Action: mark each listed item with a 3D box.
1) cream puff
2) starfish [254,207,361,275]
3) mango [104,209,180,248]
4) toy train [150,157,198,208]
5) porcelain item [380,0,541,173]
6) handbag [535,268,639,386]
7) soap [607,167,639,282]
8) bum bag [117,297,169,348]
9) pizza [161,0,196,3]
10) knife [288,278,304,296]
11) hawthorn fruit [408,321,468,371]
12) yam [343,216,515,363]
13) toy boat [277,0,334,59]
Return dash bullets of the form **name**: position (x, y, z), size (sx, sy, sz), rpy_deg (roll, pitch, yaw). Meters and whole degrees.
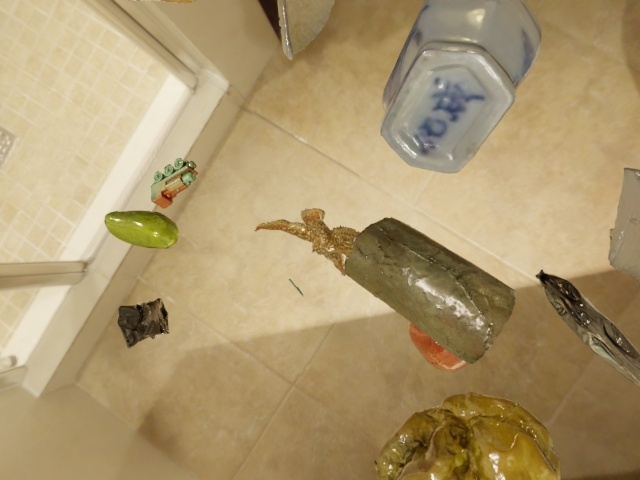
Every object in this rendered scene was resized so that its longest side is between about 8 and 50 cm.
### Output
- **cream puff**: position (0.254, 0.435, 0.853), size (0.258, 0.324, 0.290), rpy_deg (7, 105, -14)
- **starfish**: position (0.023, 0.013, 1.171), size (0.294, 0.302, 0.084), rpy_deg (24, 65, -32)
- **mango**: position (-0.392, -0.031, 1.027), size (0.165, 0.091, 0.074), rpy_deg (17, 48, -1)
- **toy train**: position (-0.489, -0.196, 1.558), size (0.176, 0.074, 0.118), rpy_deg (-25, 61, 16)
- **porcelain item**: position (0.214, -0.278, 0.729), size (0.179, 0.405, 0.242), rpy_deg (29, 133, 1)
- **handbag**: position (0.615, 0.198, 1.033), size (0.332, 0.191, 0.075), rpy_deg (38, 110, -17)
- **soap**: position (0.470, 0.008, 0.566), size (0.258, 0.302, 0.158), rpy_deg (24, 111, 36)
- **bum bag**: position (-0.509, 0.236, 1.353), size (0.060, 0.248, 0.123), rpy_deg (-11, 88, 2)
- **pizza**: position (-0.421, -0.601, 0.970), size (0.393, 0.080, 0.434), rpy_deg (-5, 47, -4)
- **knife**: position (-0.071, 0.139, 1.369), size (0.005, 0.014, 0.091), rpy_deg (-59, 42, 13)
- **hawthorn fruit**: position (0.354, 0.255, 1.377), size (0.211, 0.211, 0.299), rpy_deg (-44, 123, 6)
- **yam**: position (0.203, 0.085, 0.870), size (0.304, 0.168, 0.168), rpy_deg (35, 94, 27)
- **toy boat**: position (-0.055, -0.739, 1.363), size (0.276, 0.293, 0.111), rpy_deg (-41, 47, -19)
